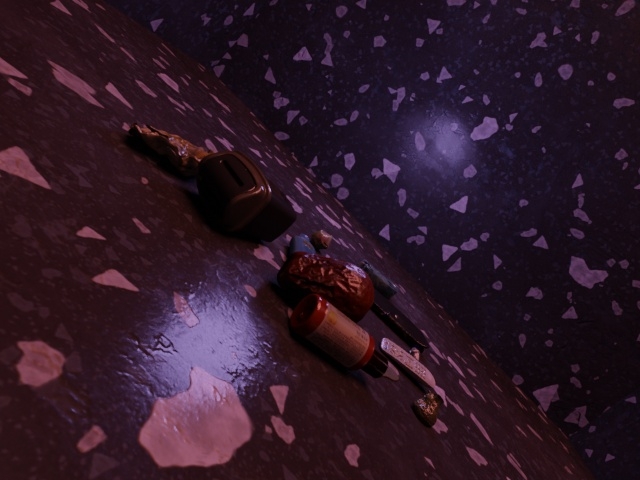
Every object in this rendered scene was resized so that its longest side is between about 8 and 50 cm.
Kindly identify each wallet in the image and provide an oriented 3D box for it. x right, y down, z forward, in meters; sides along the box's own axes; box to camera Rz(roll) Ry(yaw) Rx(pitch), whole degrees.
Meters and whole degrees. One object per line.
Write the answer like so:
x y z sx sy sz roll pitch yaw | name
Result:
0.294 0.305 1.770 0.377 0.051 0.197 43 12 -5 | wallet

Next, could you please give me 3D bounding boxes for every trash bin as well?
-0.207 -0.117 1.203 0.209 0.182 0.290 50 7 25 | trash bin

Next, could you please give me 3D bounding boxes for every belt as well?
0.262 0.184 2.014 0.302 0.072 0.087 38 18 -39 | belt

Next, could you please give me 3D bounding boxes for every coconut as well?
0.000 0.000 1.731 0.082 0.081 0.083 34 -21 -6 | coconut

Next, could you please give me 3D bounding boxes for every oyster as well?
-0.387 -0.241 1.226 0.201 0.106 0.355 30 12 40 | oyster

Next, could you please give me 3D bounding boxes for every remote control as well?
0.287 0.412 1.420 0.229 0.044 0.073 37 28 -1 | remote control

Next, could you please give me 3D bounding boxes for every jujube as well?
0.014 0.123 1.138 0.255 0.190 0.190 32 14 -8 | jujube

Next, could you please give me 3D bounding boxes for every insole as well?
0.186 0.384 1.259 0.188 0.004 0.064 30 18 -52 | insole

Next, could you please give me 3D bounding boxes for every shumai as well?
0.315 0.473 1.216 0.083 0.080 0.082 51 15 14 | shumai

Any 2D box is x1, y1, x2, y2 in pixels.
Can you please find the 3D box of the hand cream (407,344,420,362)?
0.344 0.432 1.567 0.062 0.039 0.163 48 18 2 | hand cream

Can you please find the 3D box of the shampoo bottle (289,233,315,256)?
-0.059 0.042 1.430 0.104 0.061 0.258 41 12 -16 | shampoo bottle

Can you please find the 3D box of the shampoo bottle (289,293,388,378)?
0.058 0.247 1.047 0.278 0.104 0.104 41 13 -22 | shampoo bottle
